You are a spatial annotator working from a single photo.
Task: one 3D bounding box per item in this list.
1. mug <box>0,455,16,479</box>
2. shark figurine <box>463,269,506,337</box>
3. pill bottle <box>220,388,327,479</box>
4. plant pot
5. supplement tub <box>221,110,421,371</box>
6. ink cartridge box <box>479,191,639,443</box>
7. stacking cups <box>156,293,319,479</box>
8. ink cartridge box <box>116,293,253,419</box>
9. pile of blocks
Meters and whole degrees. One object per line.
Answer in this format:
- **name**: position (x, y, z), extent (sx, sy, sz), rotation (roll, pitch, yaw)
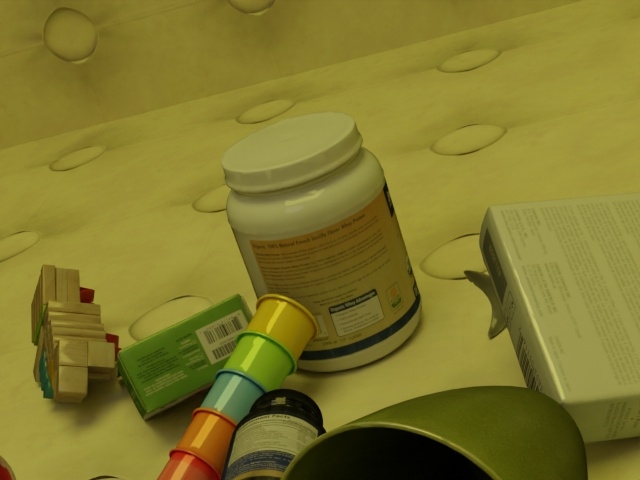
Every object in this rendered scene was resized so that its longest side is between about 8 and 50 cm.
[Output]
- **mug**: position (-0.461, 0.326, 1.489), extent (0.169, 0.113, 0.150), rotation (-31, 5, 24)
- **shark figurine**: position (0.337, 0.064, 1.551), extent (0.166, 0.116, 0.278), rotation (-31, 28, -30)
- **pill bottle**: position (-0.050, 0.266, 1.365), extent (0.122, 0.123, 0.219), rotation (-14, 22, 10)
- **plant pot**: position (0.143, 0.253, 1.135), extent (0.274, 0.275, 0.293), rotation (-3, 11, 31)
- **supplement tub**: position (0.000, 0.000, 1.672), extent (0.228, 0.316, 0.228), rotation (-15, 24, 7)
- **ink cartridge box**: position (0.411, 0.076, 1.404), extent (0.385, 0.091, 0.308), rotation (-4, 46, -9)
- **stacking cups**: position (-0.108, 0.210, 1.501), extent (0.096, 0.096, 0.316), rotation (-1, 43, 35)
- **ink cartridge box**: position (-0.191, 0.179, 1.718), extent (0.189, 0.097, 0.255), rotation (-25, -9, -15)
- **pile of blocks**: position (-0.379, 0.168, 1.863), extent (0.112, 0.149, 0.362), rotation (7, 21, -21)
